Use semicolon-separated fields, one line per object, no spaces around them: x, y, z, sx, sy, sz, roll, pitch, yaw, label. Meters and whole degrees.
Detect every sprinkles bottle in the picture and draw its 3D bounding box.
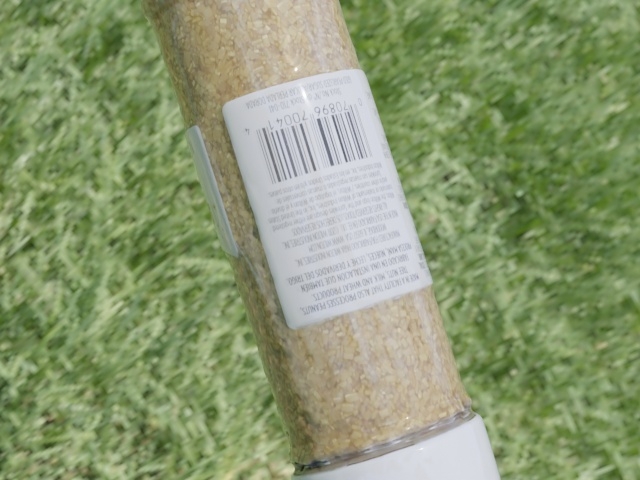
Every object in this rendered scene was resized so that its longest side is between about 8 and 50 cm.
0.000;0.000;0.945;0.121;0.121;0.355;-16;88;-41;sprinkles bottle
